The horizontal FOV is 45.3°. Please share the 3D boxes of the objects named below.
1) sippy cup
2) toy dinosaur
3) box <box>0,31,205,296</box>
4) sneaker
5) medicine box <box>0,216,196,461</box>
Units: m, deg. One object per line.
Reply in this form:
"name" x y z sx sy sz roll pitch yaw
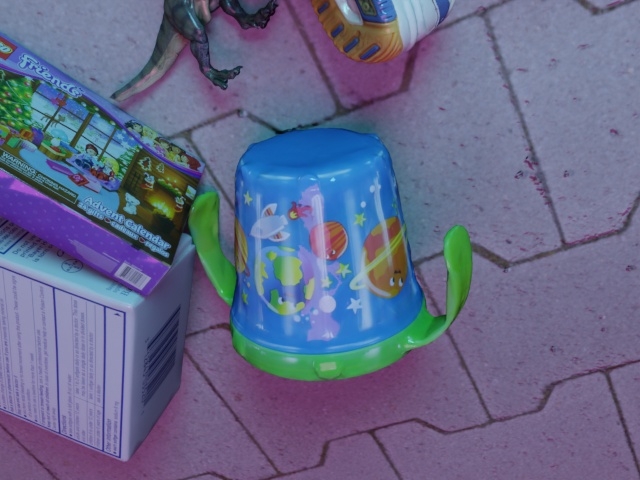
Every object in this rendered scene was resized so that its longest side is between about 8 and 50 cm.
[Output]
"sippy cup" 0.000 0.000 0.860 0.305 0.240 0.224 -7 115 -2
"toy dinosaur" -0.121 -0.227 0.789 0.118 0.064 0.268 32 124 -1
"box" -0.274 -0.091 0.810 0.293 0.201 0.057 32 122 -20
"sneaker" 0.023 -0.314 0.702 0.112 0.131 0.296 -3 116 55
"medicine box" -0.322 0.088 0.936 0.289 0.149 0.263 20 127 9
